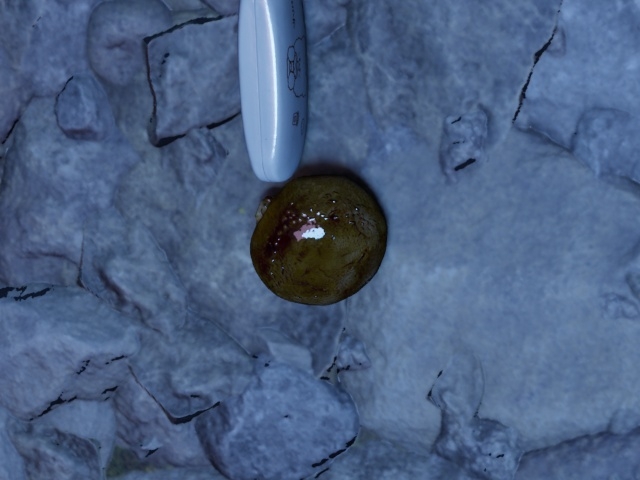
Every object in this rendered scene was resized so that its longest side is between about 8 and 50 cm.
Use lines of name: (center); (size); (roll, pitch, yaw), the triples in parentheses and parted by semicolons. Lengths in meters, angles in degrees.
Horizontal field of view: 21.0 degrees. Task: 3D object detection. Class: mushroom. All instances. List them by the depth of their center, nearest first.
mushroom: (0.000, 0.000, 1.511); (0.127, 0.087, 0.127); (0, 122, -1)

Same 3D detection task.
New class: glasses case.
glasses case: (-0.040, -0.145, 1.471); (0.049, 0.074, 0.193); (5, 108, 18)
